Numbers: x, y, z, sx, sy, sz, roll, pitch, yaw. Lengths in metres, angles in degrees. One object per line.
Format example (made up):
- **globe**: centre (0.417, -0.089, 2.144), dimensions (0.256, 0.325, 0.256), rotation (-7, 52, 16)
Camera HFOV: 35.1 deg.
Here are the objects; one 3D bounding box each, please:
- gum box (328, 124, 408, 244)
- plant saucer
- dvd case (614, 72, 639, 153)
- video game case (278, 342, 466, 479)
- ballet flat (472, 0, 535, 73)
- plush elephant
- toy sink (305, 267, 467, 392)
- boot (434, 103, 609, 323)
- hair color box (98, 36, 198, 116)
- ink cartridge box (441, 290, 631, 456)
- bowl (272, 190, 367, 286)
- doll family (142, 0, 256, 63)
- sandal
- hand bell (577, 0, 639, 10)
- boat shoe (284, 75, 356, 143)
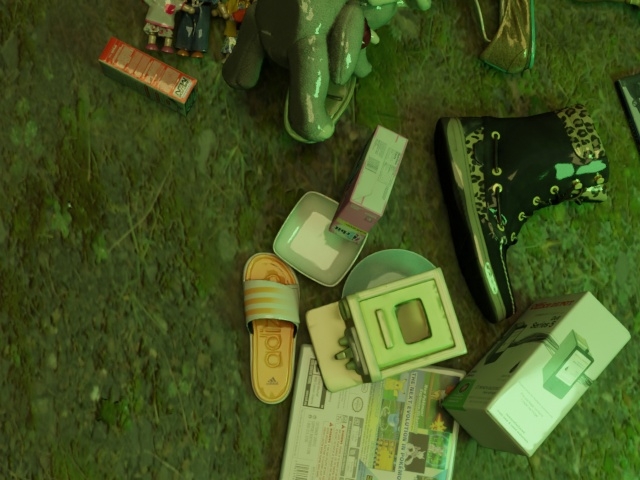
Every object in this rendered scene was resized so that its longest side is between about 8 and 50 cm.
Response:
- **gum box**: centre (0.085, -0.101, 1.757), dimensions (0.062, 0.107, 0.188), rotation (26, 56, -7)
- **plant saucer**: centre (0.132, 0.113, 1.800), dimensions (0.194, 0.037, 0.195), rotation (1, 83, -6)
- **dvd case**: centre (0.676, -0.214, 1.902), dimensions (0.179, 0.029, 0.239), rotation (-17, 85, -8)
- **video game case**: centre (0.086, 0.366, 1.763), dimensions (0.299, 0.036, 0.329), rotation (10, 81, -4)
- **ballet flat**: centre (0.344, -0.479, 1.873), dimensions (0.124, 0.116, 0.343), rotation (6, 87, 2)
- **plush elephant**: centre (0.020, -0.359, 1.662), dimensions (0.255, 0.272, 0.330), rotation (-10, 119, -39)
- **toy sink**: centre (0.106, 0.154, 1.706), dimensions (0.234, 0.131, 0.153), rotation (-15, 83, -7)
- **boot**: centre (0.374, -0.061, 1.803), dimensions (0.284, 0.138, 0.378), rotation (-12, 78, -7)
- **hair color box**: centre (-0.301, -0.288, 1.785), dimensions (0.167, 0.093, 0.053), rotation (28, 81, -2)
- **ink cartridge box**: centre (0.361, 0.221, 1.708), dimensions (0.115, 0.198, 0.273), rotation (46, 74, -5)
- **bowl**: centre (0.000, 0.000, 1.795), dimensions (0.142, 0.053, 0.142), rotation (33, 81, 0)
- **doll family**: centre (-0.193, -0.405, 1.810), dimensions (0.262, 0.118, 0.163), rotation (11, 99, 0)
- **sandal**: centre (-0.080, 0.150, 1.754), dimensions (0.101, 0.076, 0.265), rotation (-3, 82, -6)
- **hand bell**: centre (0.570, -0.460, 1.900), dimensions (0.242, 0.126, 0.126), rotation (8, 81, 7)
- **boat shoe**: centre (0.016, -0.307, 1.812), dimensions (0.113, 0.103, 0.302), rotation (21, 81, 1)
